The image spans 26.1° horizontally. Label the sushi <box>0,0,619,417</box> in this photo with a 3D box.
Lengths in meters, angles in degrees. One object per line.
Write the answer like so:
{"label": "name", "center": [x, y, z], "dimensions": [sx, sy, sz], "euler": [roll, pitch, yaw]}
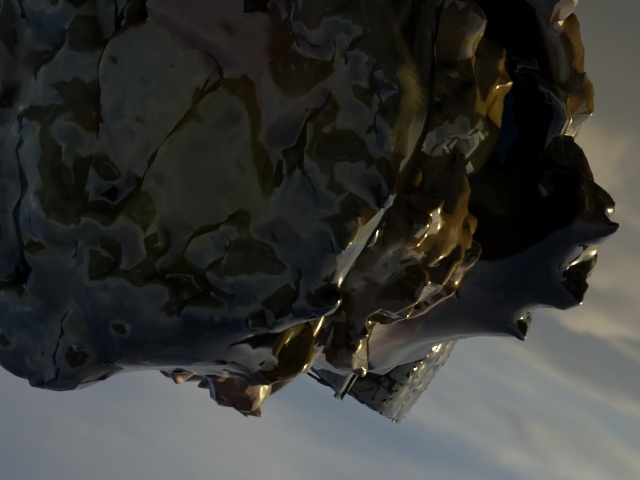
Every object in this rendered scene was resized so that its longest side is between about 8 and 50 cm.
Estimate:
{"label": "sushi", "center": [-0.010, -0.042, 0.543], "dimensions": [0.238, 0.225, 0.218], "euler": [11, 179, 44]}

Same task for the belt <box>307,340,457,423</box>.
{"label": "belt", "center": [-0.001, 0.000, 0.803], "dimensions": [0.218, 0.128, 0.122], "euler": [33, 180, 36]}
